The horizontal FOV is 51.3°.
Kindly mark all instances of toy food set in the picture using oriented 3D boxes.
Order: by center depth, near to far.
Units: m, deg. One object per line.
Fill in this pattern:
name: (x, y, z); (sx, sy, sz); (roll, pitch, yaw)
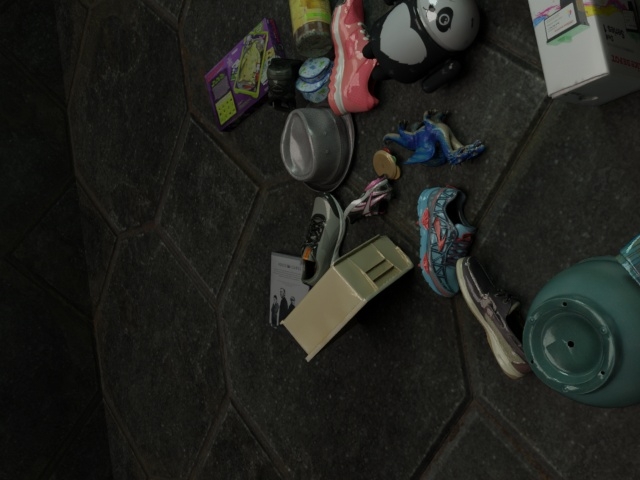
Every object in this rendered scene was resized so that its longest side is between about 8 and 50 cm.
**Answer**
toy food set: (0.165, -0.192, 1.683); (0.083, 0.020, 0.083); (1, 114, 55)

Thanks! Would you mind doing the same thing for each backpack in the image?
backpack: (-0.010, -0.434, 1.782); (0.105, 0.084, 0.114); (28, 79, 42)

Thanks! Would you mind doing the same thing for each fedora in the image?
fedora: (-0.026, -0.267, 1.816); (0.243, 0.124, 0.276); (2, 95, 46)

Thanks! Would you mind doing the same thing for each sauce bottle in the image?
sauce bottle: (-0.034, -0.657, 1.774); (0.111, 0.111, 0.344); (-30, 61, 44)

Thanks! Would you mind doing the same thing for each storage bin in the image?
storage bin: (0.069, 0.135, 1.660); (0.123, 0.260, 0.262); (48, 127, 12)

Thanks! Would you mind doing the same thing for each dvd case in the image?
dvd case: (-0.085, 0.162, 1.985); (0.179, 0.029, 0.239); (10, 100, 46)

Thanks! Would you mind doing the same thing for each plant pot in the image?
plant pot: (0.503, 0.183, 1.244); (0.293, 0.196, 0.293); (6, 99, 46)

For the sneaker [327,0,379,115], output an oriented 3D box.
sneaker: (0.105, -0.475, 1.696); (0.136, 0.116, 0.314); (5, 97, 26)

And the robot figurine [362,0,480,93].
robot figurine: (0.222, -0.463, 1.498); (0.278, 0.209, 0.174); (-26, 35, 45)

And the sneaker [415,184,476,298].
sneaker: (0.293, 0.003, 1.519); (0.125, 0.104, 0.262); (-10, 86, 45)

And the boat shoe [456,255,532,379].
boat shoe: (0.390, 0.154, 1.435); (0.092, 0.103, 0.285); (-34, 73, 37)

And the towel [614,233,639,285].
towel: (0.707, 0.015, 1.064); (0.370, 0.040, 0.271); (-43, 63, 23)

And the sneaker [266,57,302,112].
sneaker: (-0.102, -0.434, 1.844); (0.087, 0.227, 0.130); (5, 118, 2)

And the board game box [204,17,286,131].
board game box: (-0.232, -0.506, 2.072); (0.347, 0.056, 0.208); (-27, 78, 44)

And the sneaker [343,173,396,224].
sneaker: (0.127, -0.087, 1.713); (0.077, 0.072, 0.178); (51, 138, 9)

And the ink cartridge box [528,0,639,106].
ink cartridge box: (0.483, -0.400, 1.208); (0.117, 0.201, 0.278); (-16, 82, 46)

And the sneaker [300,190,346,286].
sneaker: (0.000, 0.000, 1.825); (0.100, 0.108, 0.272); (10, 99, 48)

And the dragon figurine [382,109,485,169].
dragon figurine: (0.243, -0.217, 1.563); (0.289, 0.085, 0.144); (-12, 84, 45)
